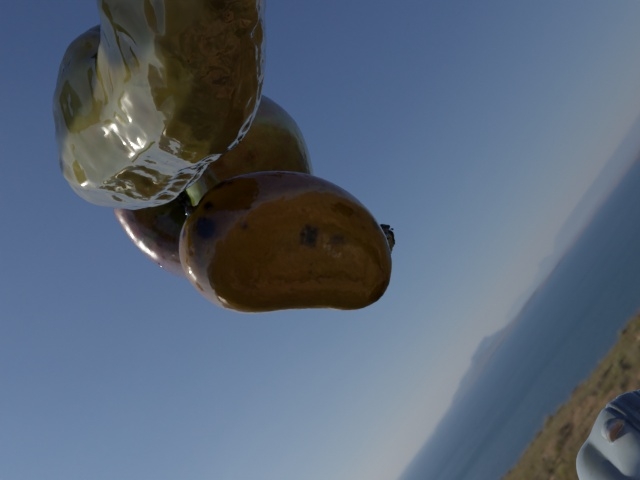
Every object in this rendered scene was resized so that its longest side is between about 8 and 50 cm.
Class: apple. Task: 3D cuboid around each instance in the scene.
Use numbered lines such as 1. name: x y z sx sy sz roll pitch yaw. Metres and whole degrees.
1. apple: -0.175 -0.102 1.184 0.339 0.339 0.339 -48 -17 -20

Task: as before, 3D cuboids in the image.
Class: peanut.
1. peanut: -0.124 -0.117 0.531 0.147 0.147 0.305 -43 9 -33

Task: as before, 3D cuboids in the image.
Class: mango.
1. mango: -0.024 0.002 0.565 0.090 0.178 0.115 -162 73 -72

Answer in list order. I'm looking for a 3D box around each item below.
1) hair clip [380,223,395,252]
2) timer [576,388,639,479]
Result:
1. hair clip: 0.000 0.000 0.809 0.116 0.172 0.049 74 -146 -49
2. timer: 0.356 0.289 0.683 0.290 0.315 0.291 -21 18 7
